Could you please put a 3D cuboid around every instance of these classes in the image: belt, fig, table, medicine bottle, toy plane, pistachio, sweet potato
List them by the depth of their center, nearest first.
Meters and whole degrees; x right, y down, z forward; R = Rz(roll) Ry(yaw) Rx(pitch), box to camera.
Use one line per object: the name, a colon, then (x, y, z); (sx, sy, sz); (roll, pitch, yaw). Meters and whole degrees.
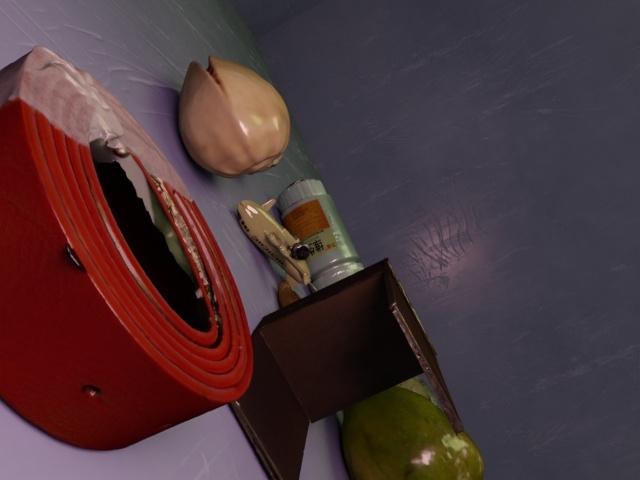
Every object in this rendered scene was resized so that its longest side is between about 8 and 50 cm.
belt: (-0.179, 0.006, 0.398); (0.323, 0.115, 0.227); (62, 8, -11)
table: (0.036, 0.183, 0.718); (0.196, 0.251, 0.282); (64, 8, -5)
pistachio: (-0.169, -0.233, 0.903); (0.318, 0.194, 0.214); (57, -9, 40)
fig: (0.145, 0.385, 0.935); (0.233, 0.233, 0.314); (60, -15, -24)
sweet potato: (-0.026, 0.187, 0.975); (0.233, 0.062, 0.081); (61, -10, 0)
toy plane: (-0.086, 0.006, 1.023); (0.244, 0.092, 0.229); (59, -10, -26)
medicine bottle: (0.000, 0.000, 1.338); (0.318, 0.158, 0.158); (67, 9, 17)

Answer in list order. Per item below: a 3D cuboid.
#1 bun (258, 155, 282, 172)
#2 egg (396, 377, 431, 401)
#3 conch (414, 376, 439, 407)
bun: (-0.172, -0.241, 1.142); (0.173, 0.120, 0.172); (21, 66, -59)
egg: (0.158, 0.382, 1.121); (0.177, 0.177, 0.228); (63, -12, -9)
conch: (0.215, 0.446, 1.324); (0.220, 0.195, 0.277); (-23, 113, -49)
